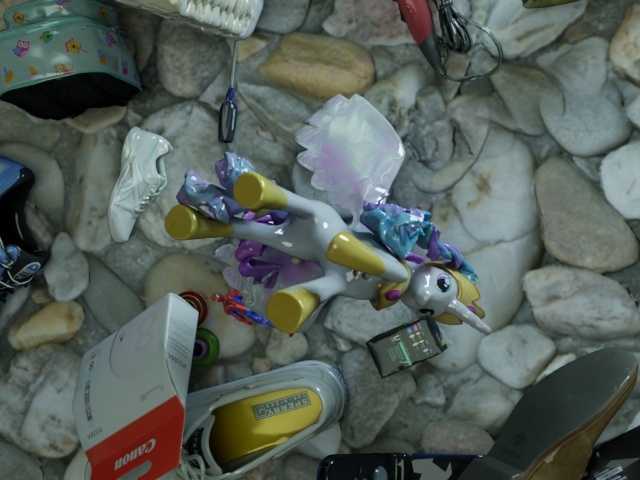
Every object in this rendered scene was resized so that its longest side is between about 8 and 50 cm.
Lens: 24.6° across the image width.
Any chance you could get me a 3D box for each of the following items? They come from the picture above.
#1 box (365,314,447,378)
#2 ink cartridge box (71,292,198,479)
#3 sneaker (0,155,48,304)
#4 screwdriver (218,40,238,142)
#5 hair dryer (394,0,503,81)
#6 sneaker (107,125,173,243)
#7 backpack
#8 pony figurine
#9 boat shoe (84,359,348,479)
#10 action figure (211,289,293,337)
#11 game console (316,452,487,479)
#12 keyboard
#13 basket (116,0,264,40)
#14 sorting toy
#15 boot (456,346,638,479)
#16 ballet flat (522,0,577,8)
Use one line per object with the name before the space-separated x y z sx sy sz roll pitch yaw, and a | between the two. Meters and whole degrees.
box | 0.107 0.130 1.819 0.083 0.062 0.052 -25 88 11
ink cartridge box | -0.236 0.201 1.792 0.066 0.232 0.189 37 128 -26
sneaker | -0.439 0.046 1.889 0.147 0.130 0.330 11 96 13
screwdriver | -0.109 -0.208 1.864 0.025 0.024 0.169 11 89 -19
hair dryer | 0.094 -0.325 1.783 0.294 0.080 0.223 14 97 10
sneaker | -0.233 -0.066 1.878 0.061 0.054 0.152 16 96 7
backpack | -0.323 -0.227 1.816 0.166 0.188 0.144 -10 92 12
pony figurine | 0.000 0.000 1.692 0.351 0.363 0.302 38 106 34
boat shoe | -0.145 0.257 1.830 0.367 0.156 0.135 -19 90 11
action figure | -0.086 0.089 1.874 0.115 0.030 0.038 19 102 11
game console | 0.126 0.403 1.754 0.173 0.250 0.293 -4 82 32
keyboard | 0.362 0.300 1.801 0.192 0.038 0.100 -28 72 8
basket | -0.214 -0.437 1.732 0.331 0.266 0.328 20 100 11
sorting toy | -0.170 0.117 1.883 0.061 0.042 0.102 -14 91 12
boot | 0.283 0.259 1.772 0.305 0.112 0.115 -46 117 -8
ballet flat | 0.389 -0.374 1.710 0.123 0.123 0.348 45 101 5
